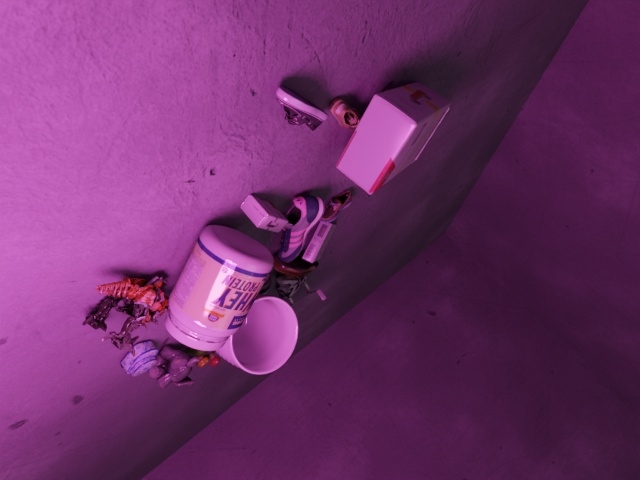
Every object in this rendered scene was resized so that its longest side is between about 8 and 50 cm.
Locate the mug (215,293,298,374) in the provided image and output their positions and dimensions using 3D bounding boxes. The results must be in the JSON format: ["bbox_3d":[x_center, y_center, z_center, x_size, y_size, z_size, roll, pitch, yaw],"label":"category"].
[{"bbox_3d":[-0.323,0.308,1.537,0.374,0.328,0.276,30,73,-35],"label":"mug"}]

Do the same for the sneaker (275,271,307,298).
[{"bbox_3d":[-0.164,0.215,1.927,0.153,0.094,0.235,-58,167,13],"label":"sneaker"}]

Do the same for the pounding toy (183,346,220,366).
[{"bbox_3d":[-0.506,0.499,1.829,0.183,0.110,0.236,-24,152,-43],"label":"pounding toy"}]

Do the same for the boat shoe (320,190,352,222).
[{"bbox_3d":[0.060,-0.146,1.697,0.183,0.066,0.066,-44,157,-27],"label":"boat shoe"}]

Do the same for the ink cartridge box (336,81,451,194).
[{"bbox_3d":[0.255,-0.359,1.397,0.385,0.160,0.279,-38,163,-50],"label":"ink cartridge box"}]

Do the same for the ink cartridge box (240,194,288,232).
[{"bbox_3d":[-0.178,-0.084,1.316,0.056,0.099,0.135,-47,158,12],"label":"ink cartridge box"}]

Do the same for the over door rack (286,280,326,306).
[{"bbox_3d":[-0.130,0.299,2.032,0.240,0.108,0.324,-37,-171,-14],"label":"over door rack"}]

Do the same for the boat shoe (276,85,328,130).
[{"bbox_3d":[-0.058,-0.338,1.089,0.076,0.080,0.228,-52,165,18],"label":"boat shoe"}]

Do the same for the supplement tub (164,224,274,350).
[{"bbox_3d":[-0.310,0.142,1.247,0.324,0.235,0.235,-61,156,11],"label":"supplement tub"}]

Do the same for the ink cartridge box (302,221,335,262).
[{"bbox_3d":[0.000,0.000,1.833,0.189,0.066,0.232,-64,178,5],"label":"ink cartridge box"}]

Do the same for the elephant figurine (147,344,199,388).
[{"bbox_3d":[-0.580,0.518,1.676,0.169,0.186,0.239,-52,162,-19],"label":"elephant figurine"}]

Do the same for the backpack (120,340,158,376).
[{"bbox_3d":[-0.638,0.422,1.474,0.114,0.084,0.105,-53,160,16],"label":"backpack"}]

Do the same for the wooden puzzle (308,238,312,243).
[{"bbox_3d":[-0.028,0.004,1.892,0.049,0.006,0.083,-41,159,-6],"label":"wooden puzzle"}]

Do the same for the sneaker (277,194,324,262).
[{"bbox_3d":[-0.112,-0.044,1.543,0.131,0.112,0.319,2,131,-40],"label":"sneaker"}]

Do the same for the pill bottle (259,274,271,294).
[{"bbox_3d":[-0.249,0.155,1.636,0.108,0.108,0.180,-36,159,-20],"label":"pill bottle"}]

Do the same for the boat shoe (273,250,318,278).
[{"bbox_3d":[-0.120,0.119,1.794,0.120,0.122,0.324,-44,160,16],"label":"boat shoe"}]

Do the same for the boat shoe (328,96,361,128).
[{"bbox_3d":[0.092,-0.376,1.281,0.068,0.072,0.190,-51,158,18],"label":"boat shoe"}]

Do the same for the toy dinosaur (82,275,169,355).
[{"bbox_3d":[-0.537,0.176,1.162,0.218,0.164,0.322,-54,144,-15],"label":"toy dinosaur"}]
